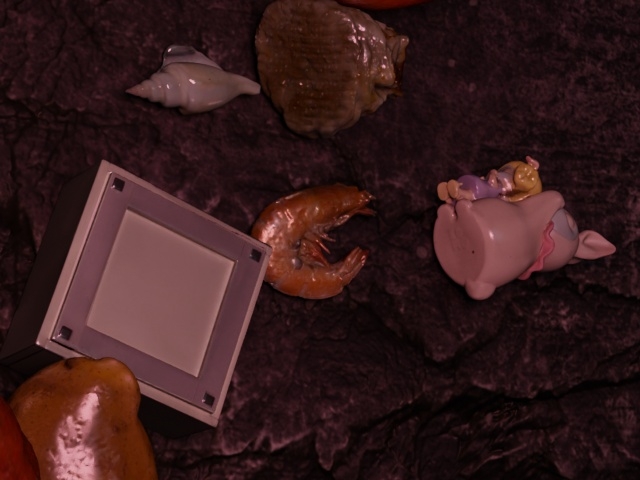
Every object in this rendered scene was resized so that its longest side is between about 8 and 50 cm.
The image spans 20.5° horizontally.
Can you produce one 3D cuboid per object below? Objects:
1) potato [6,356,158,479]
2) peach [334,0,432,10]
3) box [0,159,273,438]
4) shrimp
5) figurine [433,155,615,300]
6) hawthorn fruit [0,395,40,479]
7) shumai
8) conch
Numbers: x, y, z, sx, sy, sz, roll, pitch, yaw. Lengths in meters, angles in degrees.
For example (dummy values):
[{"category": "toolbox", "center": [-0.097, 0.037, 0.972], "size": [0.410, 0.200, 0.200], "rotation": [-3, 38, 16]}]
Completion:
[{"category": "potato", "center": [-0.263, 0.298, 1.785], "size": [0.176, 0.195, 0.369], "rotation": [12, 85, -64]}, {"category": "peach", "center": [0.064, -0.381, 2.148], "size": [0.257, 0.201, 0.361], "rotation": [50, 47, -8]}, {"category": "box", "center": [-0.196, 0.066, 1.935], "size": [0.225, 0.117, 0.225], "rotation": [27, 65, -23]}, {"category": "shrimp", "center": [-0.002, -0.001, 2.117], "size": [0.187, 0.052, 0.132], "rotation": [-25, 103, -26]}, {"category": "figurine", "center": [0.259, -0.020, 2.234], "size": [0.235, 0.127, 0.155], "rotation": [-12, 74, -38]}, {"category": "hawthorn fruit", "center": [-0.384, 0.230, 1.613], "size": [0.258, 0.262, 0.258], "rotation": [-6, 121, -10]}, {"category": "shumai", "center": [0.019, -0.228, 2.137], "size": [0.142, 0.184, 0.184], "rotation": [-30, 94, -57]}, {"category": "conch", "center": [-0.154, -0.183, 2.065], "size": [0.180, 0.088, 0.065], "rotation": [-7, 125, -39]}]
